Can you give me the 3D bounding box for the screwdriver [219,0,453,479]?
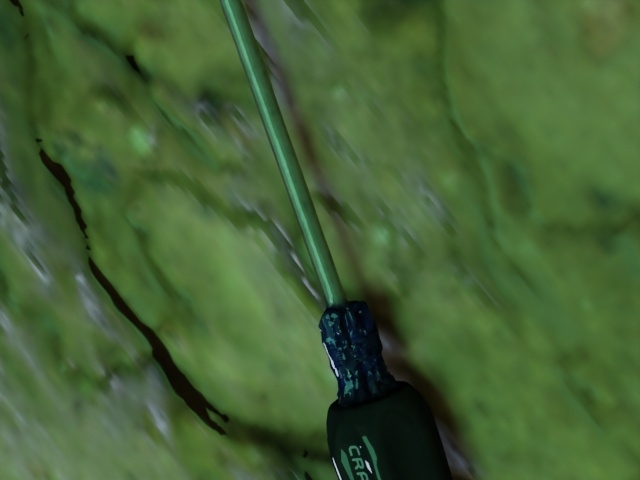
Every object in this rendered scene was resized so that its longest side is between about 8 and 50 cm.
[{"bbox_3d":[0.000,0.000,0.347,0.025,0.024,0.170,11,121,67],"label":"screwdriver"}]
